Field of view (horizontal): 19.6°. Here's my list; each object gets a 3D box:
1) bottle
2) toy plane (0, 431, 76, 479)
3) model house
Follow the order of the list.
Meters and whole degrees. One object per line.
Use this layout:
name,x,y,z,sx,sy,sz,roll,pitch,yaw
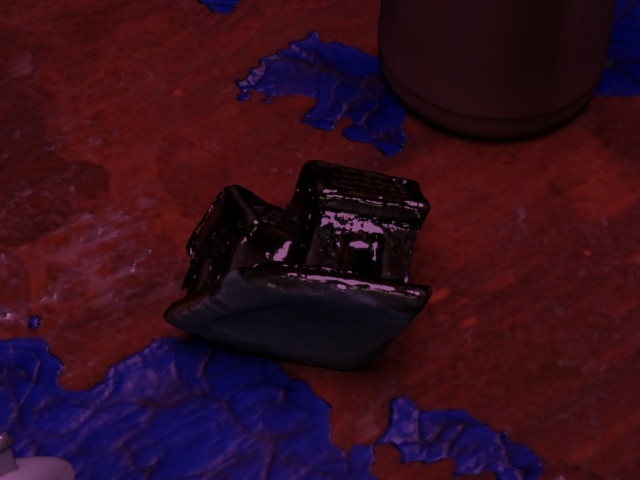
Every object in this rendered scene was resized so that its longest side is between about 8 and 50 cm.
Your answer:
bottle,0.138,-0.239,1.298,0.173,0.297,0.206,25,53,20
toy plane,-0.242,0.190,1.043,0.255,0.101,0.251,-35,47,-28
model house,-0.007,-0.001,1.212,0.165,0.106,0.152,11,52,2
